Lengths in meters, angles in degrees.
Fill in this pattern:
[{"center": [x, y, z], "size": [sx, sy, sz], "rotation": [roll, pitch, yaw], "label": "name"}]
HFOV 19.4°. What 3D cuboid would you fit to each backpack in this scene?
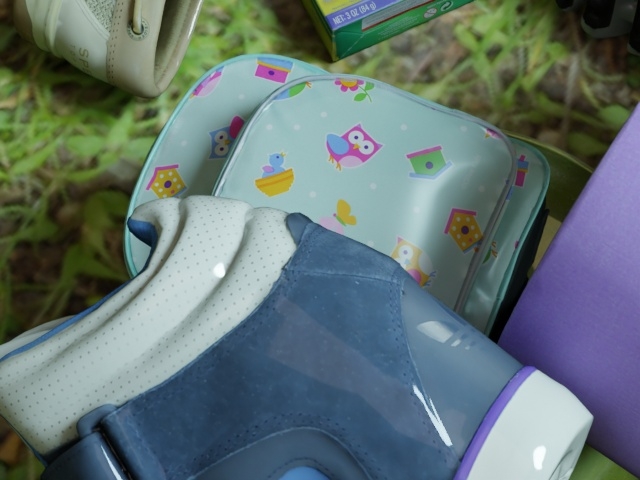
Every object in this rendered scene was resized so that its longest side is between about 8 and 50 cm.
[{"center": [0.000, 0.000, 0.892], "size": [0.188, 0.144, 0.166], "rotation": [20, 75, 12], "label": "backpack"}]

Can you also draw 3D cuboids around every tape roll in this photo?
[{"center": [0.186, -0.029, 0.828], "size": [0.090, 0.275, 0.275], "rotation": [33, 72, 12], "label": "tape roll"}]

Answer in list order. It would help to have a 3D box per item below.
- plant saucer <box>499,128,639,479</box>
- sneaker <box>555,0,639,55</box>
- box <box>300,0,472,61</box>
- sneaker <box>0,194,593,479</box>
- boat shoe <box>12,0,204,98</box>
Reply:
[{"center": [0.068, 0.056, 0.963], "size": [0.241, 0.037, 0.241], "rotation": [0, 68, 0], "label": "plant saucer"}, {"center": [0.267, -0.119, 1.001], "size": [0.292, 0.110, 0.118], "rotation": [36, 64, 13], "label": "sneaker"}, {"center": [0.014, -0.201, 1.064], "size": [0.105, 0.043, 0.179], "rotation": [-25, 68, -8], "label": "box"}, {"center": [-0.057, 0.141, 0.777], "size": [0.236, 0.130, 0.323], "rotation": [30, 102, 14], "label": "sneaker"}, {"center": [-0.056, -0.223, 1.002], "size": [0.098, 0.109, 0.302], "rotation": [29, 94, 16], "label": "boat shoe"}]
